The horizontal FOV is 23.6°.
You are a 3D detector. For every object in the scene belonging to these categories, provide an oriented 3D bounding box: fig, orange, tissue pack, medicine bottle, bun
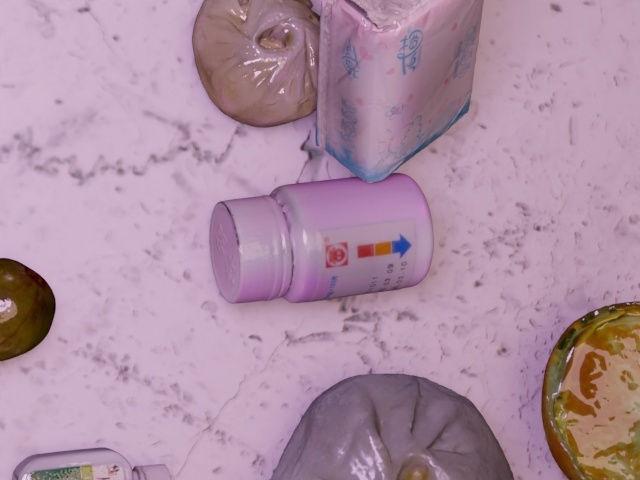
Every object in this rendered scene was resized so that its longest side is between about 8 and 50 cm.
[{"bbox_3d":[-0.405,0.126,1.789,0.124,0.124,0.236,34,101,-16],"label":"fig"},{"bbox_3d":[0.432,0.235,2.032,0.334,0.196,0.262,19,68,-23],"label":"orange"},{"bbox_3d":[0.096,-0.223,1.834,0.124,0.271,0.201,36,60,24],"label":"tissue pack"},{"bbox_3d":[0.000,0.000,1.899,0.254,0.152,0.152,-7,92,-19],"label":"medicine bottle"},{"bbox_3d":[-0.273,0.309,1.837,0.183,0.069,0.119,-3,88,-21],"label":"medicine bottle"},{"bbox_3d":[0.108,0.336,1.896,0.354,0.194,0.354,4,79,-19],"label":"bun"},{"bbox_3d":[-0.063,-0.239,1.894,0.178,0.128,0.193,-23,95,-18],"label":"bun"}]
